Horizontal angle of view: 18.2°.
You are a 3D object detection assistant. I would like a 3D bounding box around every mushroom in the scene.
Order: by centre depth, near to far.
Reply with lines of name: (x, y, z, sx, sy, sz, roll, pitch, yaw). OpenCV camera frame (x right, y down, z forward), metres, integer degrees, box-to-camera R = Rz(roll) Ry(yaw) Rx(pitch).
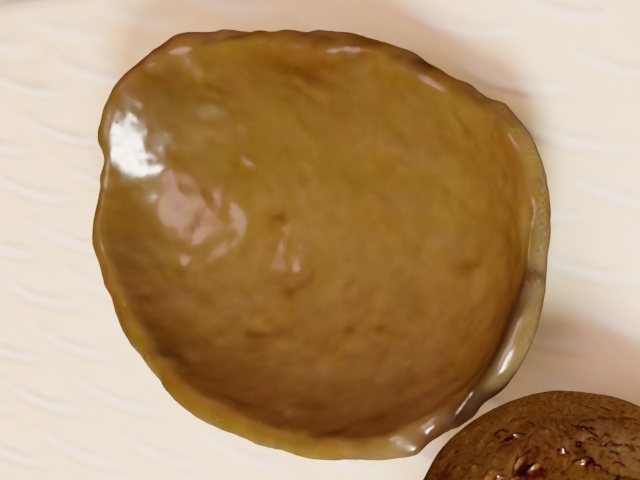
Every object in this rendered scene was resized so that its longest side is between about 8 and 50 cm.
mushroom: (0.086, 0.111, 0.647, 0.127, 0.087, 0.127, 1, 94, 14)

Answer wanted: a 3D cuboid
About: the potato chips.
potato chips: (0.000, 0.000, 0.720, 0.201, 0.049, 0.150, 9, 93, 39)
